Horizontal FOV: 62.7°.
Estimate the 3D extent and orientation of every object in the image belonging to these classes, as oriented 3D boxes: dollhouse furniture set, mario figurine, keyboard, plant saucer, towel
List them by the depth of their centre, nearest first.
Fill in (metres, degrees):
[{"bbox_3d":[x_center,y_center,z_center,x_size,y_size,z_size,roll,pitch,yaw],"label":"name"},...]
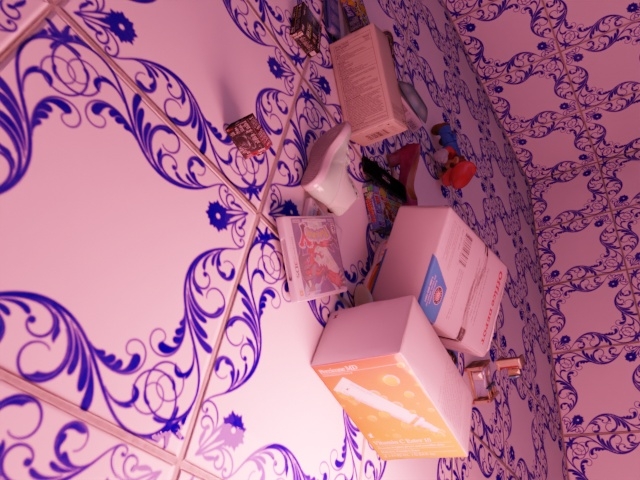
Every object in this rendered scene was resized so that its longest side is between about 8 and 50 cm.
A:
[{"bbox_3d":[0.190,-0.187,1.619,0.192,0.038,0.100,32,43,-30],"label":"keyboard"},{"bbox_3d":[0.093,-0.689,1.721,0.285,0.034,0.209,23,56,-52],"label":"towel"},{"bbox_3d":[0.622,0.487,1.843,0.129,0.184,0.129,-3,78,-59],"label":"dollhouse furniture set"},{"bbox_3d":[0.366,-0.541,2.019,0.195,0.037,0.195,46,23,-26],"label":"plant saucer"},{"bbox_3d":[0.524,-0.339,2.201,0.198,0.170,0.320,9,50,-18],"label":"mario figurine"}]

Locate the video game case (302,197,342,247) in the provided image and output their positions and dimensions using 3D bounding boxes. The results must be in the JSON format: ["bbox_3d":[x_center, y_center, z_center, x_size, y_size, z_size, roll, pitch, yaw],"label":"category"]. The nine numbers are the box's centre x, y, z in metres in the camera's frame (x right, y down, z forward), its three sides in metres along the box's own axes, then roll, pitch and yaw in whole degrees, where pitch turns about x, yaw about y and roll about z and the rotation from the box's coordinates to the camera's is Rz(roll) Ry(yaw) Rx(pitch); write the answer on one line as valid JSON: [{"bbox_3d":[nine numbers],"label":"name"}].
[{"bbox_3d":[0.000,0.000,1.241,0.143,0.019,0.157,44,42,-39],"label":"video game case"}]

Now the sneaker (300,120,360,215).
[{"bbox_3d":[0.047,-0.177,1.330,0.151,0.094,0.256,45,50,-30],"label":"sneaker"}]

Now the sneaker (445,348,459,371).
[{"bbox_3d":[0.416,0.355,1.699,0.084,0.058,0.152,39,50,-56],"label":"sneaker"}]

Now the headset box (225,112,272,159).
[{"bbox_3d":[-0.144,-0.208,1.072,0.083,0.062,0.032,55,36,-26],"label":"headset box"}]

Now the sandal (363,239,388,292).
[{"bbox_3d":[0.191,0.088,1.451,0.102,0.076,0.265,60,32,-21],"label":"sandal"}]

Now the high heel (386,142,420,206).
[{"bbox_3d":[0.311,-0.196,1.745,0.082,0.117,0.244,-16,89,-60],"label":"high heel"}]

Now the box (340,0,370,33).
[{"bbox_3d":[0.105,-0.753,1.686,0.059,0.054,0.169,-22,95,-58],"label":"box"}]

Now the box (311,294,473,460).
[{"bbox_3d":[0.171,0.315,1.170,0.345,0.215,0.168,56,35,-25],"label":"box"}]

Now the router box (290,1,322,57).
[{"bbox_3d":[-0.038,-0.581,1.450,0.092,0.038,0.122,37,46,-44],"label":"router box"}]

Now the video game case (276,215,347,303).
[{"bbox_3d":[-0.014,0.035,1.164,0.201,0.023,0.183,-5,82,-57],"label":"video game case"}]

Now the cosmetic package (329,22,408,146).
[{"bbox_3d":[0.140,-0.457,1.563,0.113,0.160,0.309,11,67,-57],"label":"cosmetic package"}]

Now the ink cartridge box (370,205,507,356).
[{"bbox_3d":[0.338,0.119,1.442,0.395,0.166,0.285,35,69,-42],"label":"ink cartridge box"}]

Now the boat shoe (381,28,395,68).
[{"bbox_3d":[0.235,-0.660,1.844,0.065,0.075,0.206,65,5,17],"label":"boat shoe"}]

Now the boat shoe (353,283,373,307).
[{"bbox_3d":[0.110,0.178,1.312,0.043,0.049,0.137,135,-60,-77],"label":"boat shoe"}]

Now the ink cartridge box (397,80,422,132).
[{"bbox_3d":[0.293,-0.536,1.974,0.181,0.056,0.224,36,28,-45],"label":"ink cartridge box"}]

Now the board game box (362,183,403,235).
[{"bbox_3d":[0.200,-0.084,1.592,0.201,0.035,0.136,12,65,-56],"label":"board game box"}]
